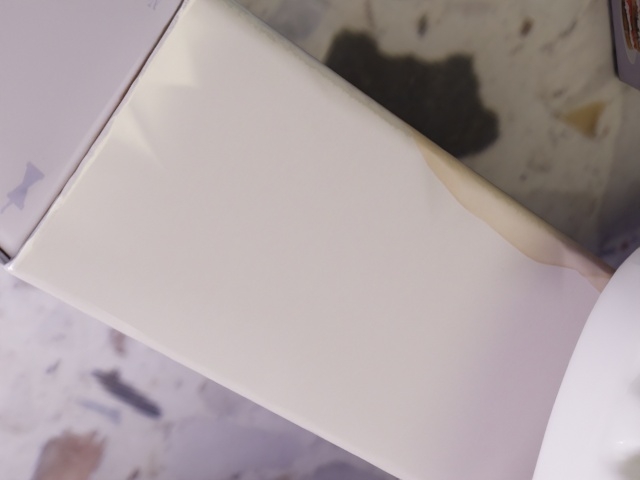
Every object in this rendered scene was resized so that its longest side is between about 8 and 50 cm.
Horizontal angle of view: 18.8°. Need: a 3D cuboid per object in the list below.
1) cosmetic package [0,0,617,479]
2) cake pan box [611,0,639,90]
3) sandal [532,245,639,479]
[{"bbox_3d":[0.000,0.000,0.728,0.309,0.160,0.113,33,93,-39],"label":"cosmetic package"},{"bbox_3d":[0.229,-0.215,0.828,0.245,0.070,0.267,-27,124,-22],"label":"cake pan box"},{"bbox_3d":[0.068,0.187,0.712,0.169,0.102,0.416,21,91,-52],"label":"sandal"}]
